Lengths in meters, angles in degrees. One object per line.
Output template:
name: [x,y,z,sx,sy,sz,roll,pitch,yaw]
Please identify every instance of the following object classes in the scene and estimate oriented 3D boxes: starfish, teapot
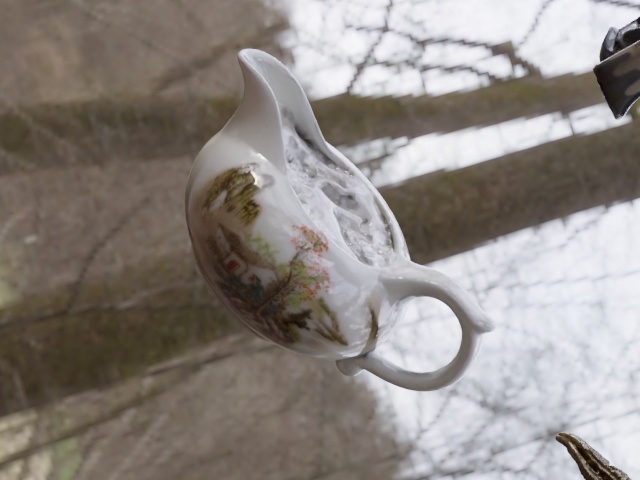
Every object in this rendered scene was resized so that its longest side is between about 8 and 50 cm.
starfish: [0.171,0.162,0.902,0.041,0.133,0.130,54,31,-37]
teapot: [0.000,0.000,1.238,0.298,0.139,0.204,49,24,-2]

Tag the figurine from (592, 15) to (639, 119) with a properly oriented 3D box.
figurine: [0.305,-0.081,1.134,0.222,0.145,0.145,49,-6,-16]
